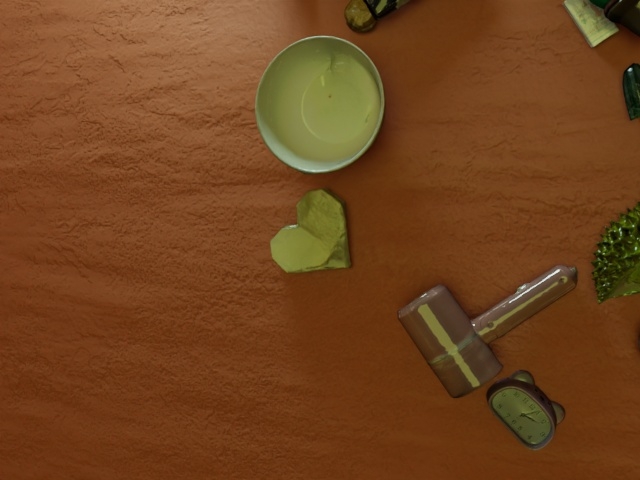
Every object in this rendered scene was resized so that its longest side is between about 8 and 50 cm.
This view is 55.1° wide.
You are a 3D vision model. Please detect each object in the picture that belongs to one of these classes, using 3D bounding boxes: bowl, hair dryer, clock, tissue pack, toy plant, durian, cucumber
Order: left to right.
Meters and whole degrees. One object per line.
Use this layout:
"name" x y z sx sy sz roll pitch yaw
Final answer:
"bowl" 0.013 -0.276 1.294 0.277 0.145 0.276 2 96 17
"hair dryer" 0.354 0.138 1.245 0.353 0.125 0.210 -35 82 7
"clock" 0.422 0.348 1.258 0.152 0.050 0.110 46 106 9
"tissue pack" 0.520 -0.430 1.181 0.056 0.023 0.108 -31 85 17
"toy plant" 0.565 -0.465 1.121 0.143 0.105 0.200 -30 79 -9
"cucumber" 0.596 -0.283 1.155 0.048 0.048 0.105 -13 90 18
"durian" 0.678 0.004 1.138 0.352 0.158 0.169 -16 124 18

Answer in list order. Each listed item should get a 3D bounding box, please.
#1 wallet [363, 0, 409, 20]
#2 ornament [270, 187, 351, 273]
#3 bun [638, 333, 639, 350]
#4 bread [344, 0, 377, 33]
"wallet" 0.141 -0.614 1.246 0.221 0.071 0.262 -30 84 8
"ornament" 0.000 0.000 1.367 0.180 0.059 0.201 39 103 8
"bun" 0.674 0.195 1.149 0.141 0.083 0.140 2 94 21
"bread" 0.090 -0.486 1.304 0.081 0.046 0.083 4 97 23
